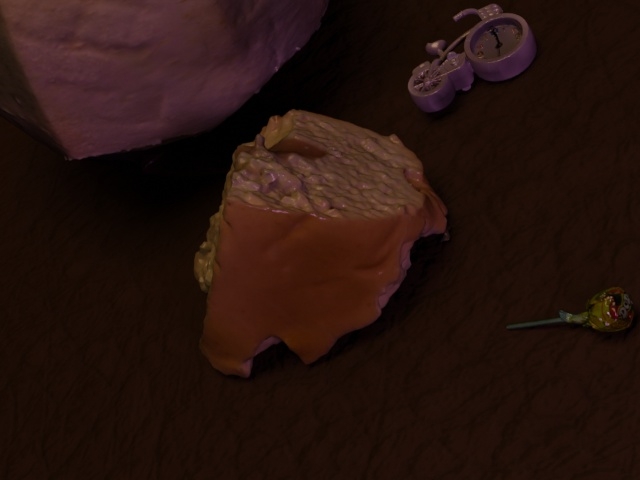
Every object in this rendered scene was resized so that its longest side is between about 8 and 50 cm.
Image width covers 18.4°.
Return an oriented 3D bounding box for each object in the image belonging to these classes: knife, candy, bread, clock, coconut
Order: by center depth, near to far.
[{"bbox_3d":[0.202,0.062,1.614,0.123,0.035,0.035,-11,3,42],"label":"candy"},{"bbox_3d":[0.003,0.009,1.774,0.211,0.224,0.183,10,40,-7],"label":"bread"},{"bbox_3d":[0.138,-0.172,1.865,0.129,0.041,0.087,-31,44,2],"label":"clock"},{"bbox_3d":[-0.201,-0.260,1.973,0.415,0.344,0.415,-16,2,1],"label":"coconut"},{"bbox_3d":[-0.178,-0.085,2.043,0.247,0.018,0.035,10,57,41],"label":"knife"}]
